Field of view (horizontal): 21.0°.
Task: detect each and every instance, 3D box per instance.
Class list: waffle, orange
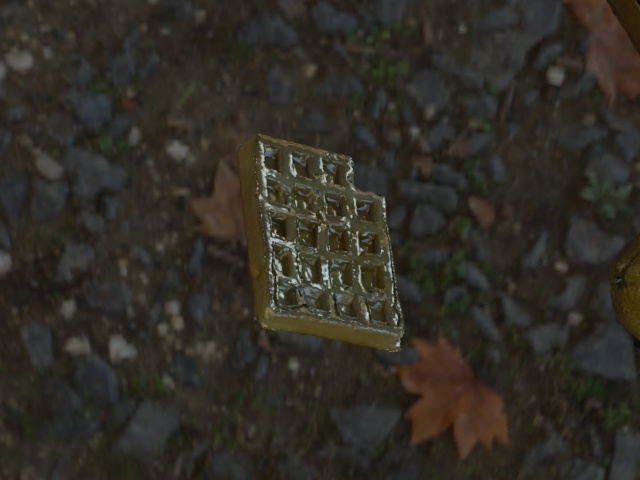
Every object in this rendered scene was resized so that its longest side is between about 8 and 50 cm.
[{"bbox_3d":[0.000,0.000,0.979,0.092,0.021,0.135,11,48,-20],"label":"waffle"},{"bbox_3d":[0.222,0.030,1.070,0.095,0.085,0.085,10,58,-17],"label":"orange"}]

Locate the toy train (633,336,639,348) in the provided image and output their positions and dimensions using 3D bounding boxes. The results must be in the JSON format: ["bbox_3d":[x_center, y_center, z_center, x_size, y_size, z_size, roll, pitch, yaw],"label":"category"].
[{"bbox_3d":[0.253,0.027,1.148,0.050,0.087,0.138,14,94,-32],"label":"toy train"}]

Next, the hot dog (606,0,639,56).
[{"bbox_3d":[0.098,-0.157,0.551,0.083,0.068,0.289,7,60,-50],"label":"hot dog"}]
